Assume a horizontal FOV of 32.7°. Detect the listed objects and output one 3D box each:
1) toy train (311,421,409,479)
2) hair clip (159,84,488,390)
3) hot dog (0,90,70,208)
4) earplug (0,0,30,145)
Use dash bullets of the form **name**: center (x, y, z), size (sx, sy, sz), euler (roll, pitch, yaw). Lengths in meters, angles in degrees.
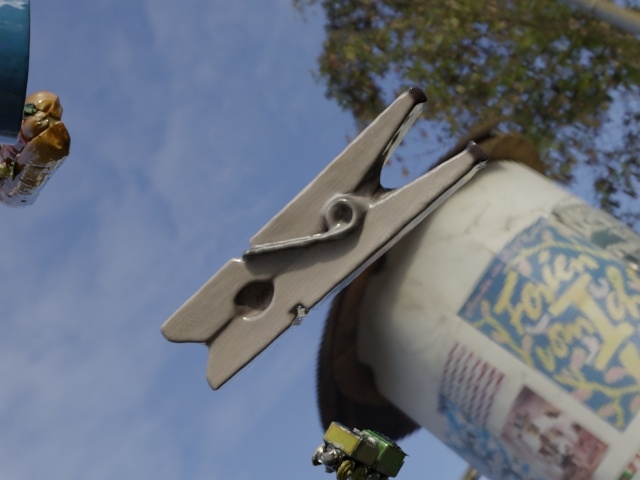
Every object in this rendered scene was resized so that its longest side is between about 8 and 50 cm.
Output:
- **toy train**: center (0.054, 0.284, 1.428), size (0.081, 0.060, 0.202), euler (-59, -29, -6)
- **hair clip**: center (-0.001, 0.000, 1.009), size (0.331, 0.101, 0.085), euler (-42, -2, 1)
- **hot dog**: center (-0.380, -0.106, 1.379), size (0.076, 0.104, 0.250), euler (-5, -12, -32)
- **earplug**: center (-0.364, -0.148, 0.817), size (0.273, 0.132, 0.132), euler (3, -59, -22)
